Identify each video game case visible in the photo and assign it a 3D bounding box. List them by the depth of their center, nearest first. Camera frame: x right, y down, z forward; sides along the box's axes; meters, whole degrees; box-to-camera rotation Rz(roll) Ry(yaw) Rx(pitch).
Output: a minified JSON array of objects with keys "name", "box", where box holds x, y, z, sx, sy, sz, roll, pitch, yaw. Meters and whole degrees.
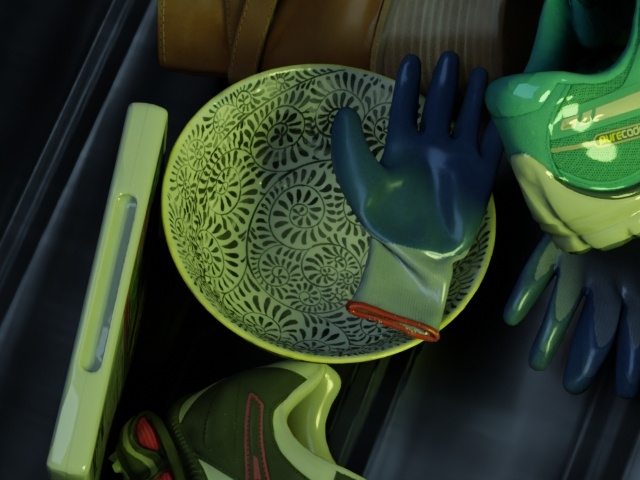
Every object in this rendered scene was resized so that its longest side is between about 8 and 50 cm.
[{"name":"video game case","box":[-0.109,0.049,0.934,0.023,0.201,0.183,12,71,-2]}]

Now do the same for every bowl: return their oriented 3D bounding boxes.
[{"name":"bowl","box":[0.000,0.000,0.942,0.170,0.080,0.170,3,63,-7]}]

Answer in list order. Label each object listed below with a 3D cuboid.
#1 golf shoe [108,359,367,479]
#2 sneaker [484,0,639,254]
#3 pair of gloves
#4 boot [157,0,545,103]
[{"name":"golf shoe","box":[-0.006,0.174,0.873,0.120,0.105,0.273,-30,58,4]},{"name":"sneaker","box":[0.170,-0.117,0.868,0.107,0.110,0.275,-7,38,48]},{"name":"pair of gloves","box":[0.095,-0.011,0.901,0.198,0.023,0.159,15,65,2]},{"name":"boot","box":[0.028,-0.208,1.027,0.220,0.109,0.283,6,83,26]}]
